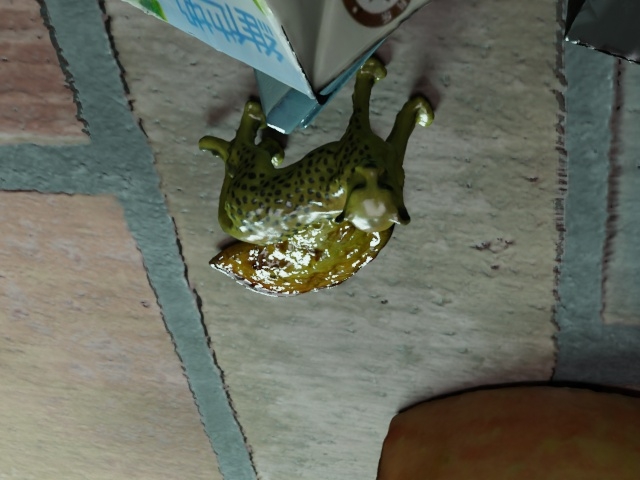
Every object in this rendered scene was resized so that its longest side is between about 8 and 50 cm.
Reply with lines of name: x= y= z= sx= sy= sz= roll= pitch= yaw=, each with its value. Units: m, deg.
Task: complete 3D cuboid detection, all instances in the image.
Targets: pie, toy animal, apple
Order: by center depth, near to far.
toy animal: x=-0.015 y=-0.040 z=0.793 sx=0.181 sy=0.136 sz=0.073 roll=-13 pitch=134 yaw=28
pie: x=0.001 y=0.002 z=0.920 sx=0.088 sy=0.033 sz=0.191 roll=28 pitch=139 yaw=-26
apple: x=0.223 y=0.276 z=1.070 sx=0.309 sy=0.314 sz=0.252 roll=-6 pitch=180 yaw=29

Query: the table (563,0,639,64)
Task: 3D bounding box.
table: x=0.211 y=-0.189 z=0.538 sx=0.172 sy=0.169 sz=0.193 roll=16 pitch=141 yaw=-4

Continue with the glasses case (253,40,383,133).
glasses case: x=0.046 y=-0.172 z=0.671 sx=0.056 sy=0.105 sz=0.266 roll=5 pitch=148 yaw=-33

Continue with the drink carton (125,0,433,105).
drink carton: x=-0.072 y=-0.240 z=0.522 sx=0.194 sy=0.132 sz=0.325 roll=34 pitch=160 yaw=45
